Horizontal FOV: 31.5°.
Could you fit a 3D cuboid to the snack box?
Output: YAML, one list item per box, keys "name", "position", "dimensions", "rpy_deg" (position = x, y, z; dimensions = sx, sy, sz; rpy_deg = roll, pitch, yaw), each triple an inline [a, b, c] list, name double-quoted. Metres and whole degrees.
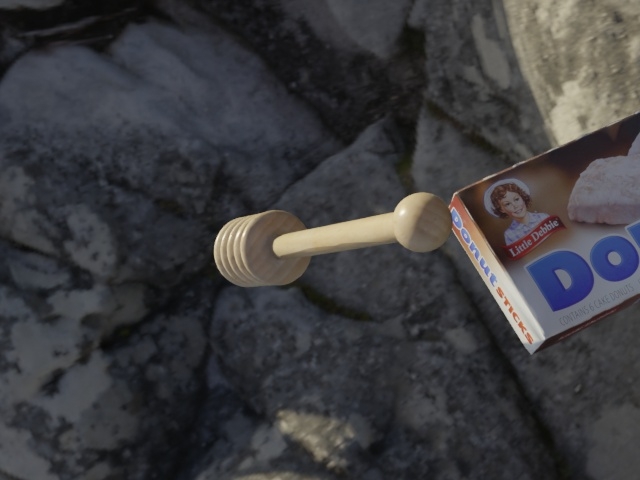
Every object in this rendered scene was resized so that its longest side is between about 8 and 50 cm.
- name: "snack box"
  position: [0.139, -0.021, 0.438]
  dimensions: [0.064, 0.178, 0.022]
  rpy_deg: [61, 160, 17]

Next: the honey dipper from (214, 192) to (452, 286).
- name: "honey dipper"
  position: [0.000, 0.000, 0.402]
  dimensions: [0.161, 0.030, 0.030]
  rpy_deg: [-9, 101, 67]
